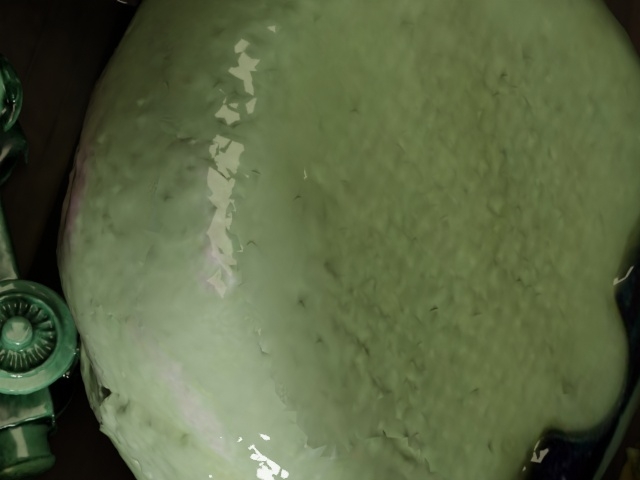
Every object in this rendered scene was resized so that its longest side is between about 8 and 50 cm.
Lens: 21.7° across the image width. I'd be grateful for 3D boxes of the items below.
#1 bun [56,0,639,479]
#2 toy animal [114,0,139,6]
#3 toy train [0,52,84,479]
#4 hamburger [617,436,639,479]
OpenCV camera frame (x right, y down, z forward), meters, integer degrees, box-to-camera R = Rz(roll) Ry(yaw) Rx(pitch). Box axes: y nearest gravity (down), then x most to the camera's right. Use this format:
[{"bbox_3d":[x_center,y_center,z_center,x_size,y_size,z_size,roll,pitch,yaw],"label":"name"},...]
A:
[{"bbox_3d":[0.000,0.000,0.674,0.293,0.187,0.293,4,84,-45],"label":"bun"},{"bbox_3d":[-0.056,-0.211,0.704,0.208,0.156,0.204,-26,44,-33],"label":"toy animal"},{"bbox_3d":[-0.172,0.008,0.679,0.132,0.083,0.200,-15,72,-11],"label":"toy train"},{"bbox_3d":[0.236,0.142,0.697,0.309,0.132,0.211,24,59,-32],"label":"hamburger"}]
